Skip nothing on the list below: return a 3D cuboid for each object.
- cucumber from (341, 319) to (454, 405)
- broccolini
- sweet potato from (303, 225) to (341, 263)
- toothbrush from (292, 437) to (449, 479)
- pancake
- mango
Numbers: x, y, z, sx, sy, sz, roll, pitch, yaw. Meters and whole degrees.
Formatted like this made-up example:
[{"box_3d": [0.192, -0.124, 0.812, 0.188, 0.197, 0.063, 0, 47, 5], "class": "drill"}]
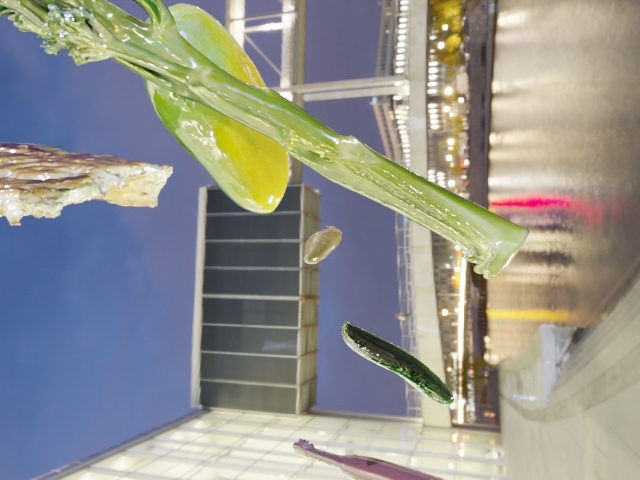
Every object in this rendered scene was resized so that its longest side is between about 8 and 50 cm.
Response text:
[{"box_3d": [0.094, 0.146, 0.639, 0.184, 0.033, 0.036, 34, -142, -15], "class": "cucumber"}, {"box_3d": [-0.053, -0.083, 0.314, 0.074, 0.392, 0.079, -59, -4, -32], "class": "broccolini"}, {"box_3d": [0.007, 0.000, 0.794, 0.153, 0.041, 0.038, -49, -38, -67], "class": "sweet potato"}, {"box_3d": [0.078, 0.294, 0.666, 0.040, 0.364, 0.041, 6, -100, -39], "class": "toothbrush"}, {"box_3d": [-0.254, -0.041, 0.445, 0.244, 0.266, 0.057, -143, 53, -60], "class": "pancake"}, {"box_3d": [-0.091, -0.118, 0.489, 0.191, 0.085, 0.122, 61, -163, -27], "class": "mango"}]
